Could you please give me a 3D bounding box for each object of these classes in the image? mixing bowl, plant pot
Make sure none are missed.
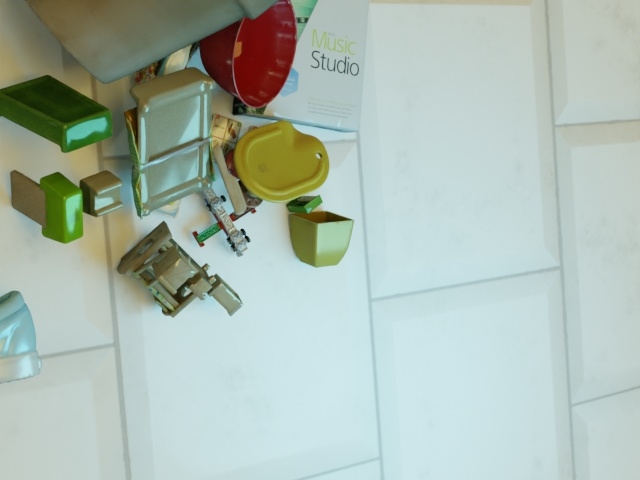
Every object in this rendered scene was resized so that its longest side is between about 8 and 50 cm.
[{"bbox_3d":[-0.123,-0.302,1.850,0.181,0.098,0.181,-39,137,-49],"label":"mixing bowl"},{"bbox_3d":[0.000,0.000,2.024,0.081,0.081,0.083,-7,107,-36],"label":"plant pot"},{"bbox_3d":[-0.256,-0.379,1.663,0.280,0.323,0.323,-39,116,3],"label":"plant pot"}]

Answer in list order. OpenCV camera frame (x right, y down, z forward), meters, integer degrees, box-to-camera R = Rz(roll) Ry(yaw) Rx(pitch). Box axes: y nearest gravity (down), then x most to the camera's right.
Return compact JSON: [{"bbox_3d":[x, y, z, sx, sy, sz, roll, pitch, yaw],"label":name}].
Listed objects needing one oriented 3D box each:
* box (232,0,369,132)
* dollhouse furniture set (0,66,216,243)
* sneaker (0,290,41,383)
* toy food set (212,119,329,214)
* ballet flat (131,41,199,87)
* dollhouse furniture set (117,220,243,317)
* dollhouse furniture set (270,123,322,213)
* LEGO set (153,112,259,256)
[{"bbox_3d":[-0.026,-0.354,2.007,0.232,0.058,0.322,5,88,-36],"label":"box"},{"bbox_3d":[-0.309,-0.145,1.772,0.301,0.151,0.198,-27,133,-43],"label":"dollhouse furniture set"},{"bbox_3d":[-0.553,0.134,1.599,0.366,0.135,0.150,-5,86,-45],"label":"sneaker"},{"bbox_3d":[-0.089,-0.109,1.900,0.218,0.071,0.128,-21,81,-39],"label":"toy food set"},{"bbox_3d":[-0.213,-0.315,1.859,0.091,0.077,0.241,27,75,-31],"label":"ballet flat"},{"bbox_3d":[-0.203,0.090,1.813,0.101,0.161,0.182,-42,116,3],"label":"dollhouse furniture set"},{"bbox_3d":[-0.059,-0.116,1.988,0.076,0.058,0.152,-37,112,-30],"label":"dollhouse furniture set"},{"bbox_3d":[-0.184,-0.080,1.918,0.182,0.060,0.244,17,80,-21],"label":"LEGO set"}]
